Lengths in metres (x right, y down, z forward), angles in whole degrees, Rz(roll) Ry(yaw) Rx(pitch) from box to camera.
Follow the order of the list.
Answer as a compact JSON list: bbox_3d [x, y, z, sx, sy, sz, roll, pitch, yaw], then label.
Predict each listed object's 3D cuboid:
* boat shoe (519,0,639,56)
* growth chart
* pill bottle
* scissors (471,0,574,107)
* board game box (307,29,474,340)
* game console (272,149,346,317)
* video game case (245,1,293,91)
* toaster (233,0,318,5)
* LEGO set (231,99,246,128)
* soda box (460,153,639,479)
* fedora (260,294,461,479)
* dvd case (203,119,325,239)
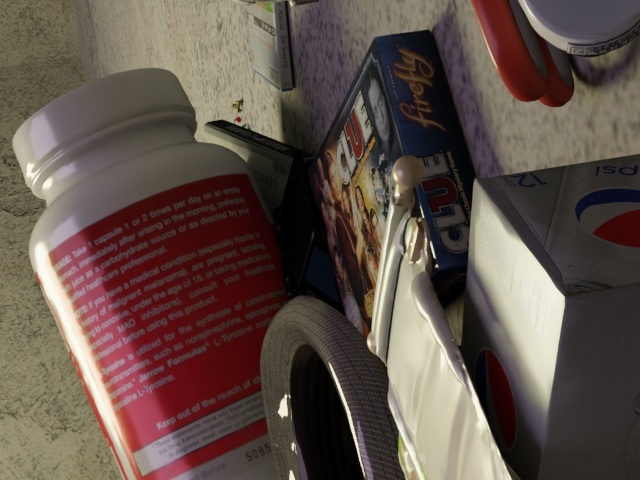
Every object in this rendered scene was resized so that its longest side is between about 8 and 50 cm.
[{"bbox_3d":[0.098,-0.188,0.505,0.076,0.080,0.228,9,-116,-79],"label":"boat shoe"},{"bbox_3d":[0.062,0.101,0.547,0.172,0.021,0.237,97,159,-53],"label":"growth chart"},{"bbox_3d":[-0.131,0.057,1.085,0.407,0.229,0.229,65,163,9],"label":"pill bottle"},{"bbox_3d":[0.075,-0.199,0.576,0.109,0.021,0.297,15,-121,-59],"label":"scissors"},{"bbox_3d":[0.050,-0.023,0.845,0.243,0.042,0.165,120,138,-68],"label":"board game box"},{"bbox_3d":[0.000,0.000,1.023,0.107,0.071,0.122,36,-154,-32],"label":"game console"},{"bbox_3d":[-0.056,-0.241,1.147,0.119,0.015,0.166,-132,34,-64],"label":"video game case"},{"bbox_3d":[-0.039,-0.281,0.835,0.146,0.129,0.227,103,151,-62],"label":"toaster"},{"bbox_3d":[-0.100,-0.125,1.376,0.054,0.024,0.083,114,143,-66],"label":"LEGO set"},{"bbox_3d":[0.123,0.104,0.549,0.091,0.098,0.286,-116,22,-52],"label":"soda box"},{"bbox_3d":[0.056,0.147,0.781,0.275,0.124,0.243,154,104,-74],"label":"fedora"},{"bbox_3d":[-0.055,0.008,1.189,0.179,0.030,0.238,26,127,50],"label":"dvd case"}]
